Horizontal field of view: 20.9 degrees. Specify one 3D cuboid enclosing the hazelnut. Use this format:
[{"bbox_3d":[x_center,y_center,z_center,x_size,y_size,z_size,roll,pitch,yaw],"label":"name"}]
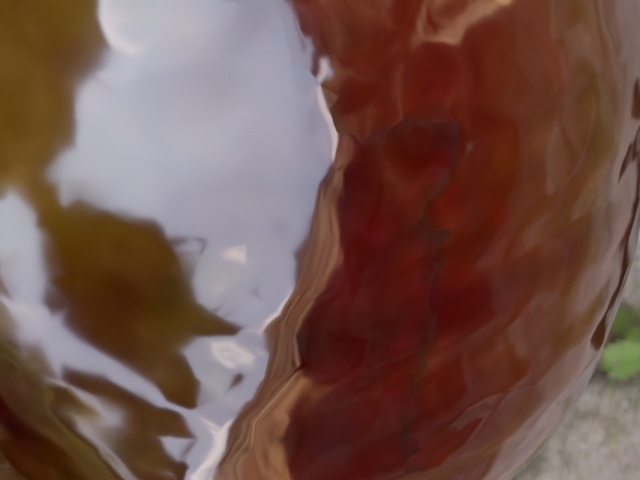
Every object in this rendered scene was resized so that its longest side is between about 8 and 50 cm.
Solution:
[{"bbox_3d":[-0.035,-0.055,0.704,0.402,0.402,0.429,3,114,15],"label":"hazelnut"}]
